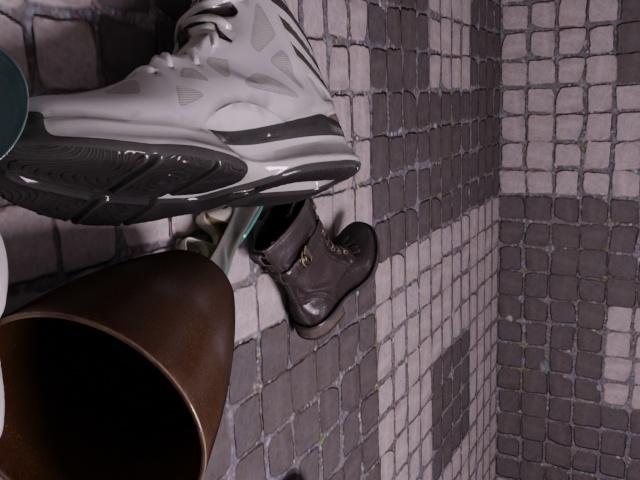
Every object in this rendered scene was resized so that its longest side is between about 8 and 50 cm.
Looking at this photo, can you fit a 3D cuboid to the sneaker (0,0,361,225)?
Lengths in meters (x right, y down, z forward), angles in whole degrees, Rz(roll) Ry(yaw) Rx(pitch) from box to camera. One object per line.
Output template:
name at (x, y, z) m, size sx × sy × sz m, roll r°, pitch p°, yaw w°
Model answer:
sneaker at (-0.152, -0.166, 0.719) m, size 0.447 × 0.169 × 0.258 m, roll -8°, pitch 77°, yaw -52°

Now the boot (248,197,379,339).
boot at (0.000, 0.000, 1.038) m, size 0.263 × 0.091 × 0.229 m, roll -59°, pitch 143°, yaw -37°

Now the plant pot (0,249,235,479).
plant pot at (-0.170, 0.104, 0.645) m, size 0.230 × 0.215 × 0.216 m, roll -64°, pitch 148°, yaw -63°

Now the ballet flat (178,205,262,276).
ballet flat at (-0.128, 0.000, 0.826) m, size 0.068 × 0.072 × 0.213 m, roll 36°, pitch 54°, yaw -23°

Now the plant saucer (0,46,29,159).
plant saucer at (-0.273, -0.095, 0.505) m, size 0.021 × 0.119 × 0.120 m, roll 105°, pitch -3°, yaw -75°

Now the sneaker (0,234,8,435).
sneaker at (-0.276, 0.053, 0.473) m, size 0.094 × 0.080 × 0.212 m, roll 14°, pitch 64°, yaw -73°
